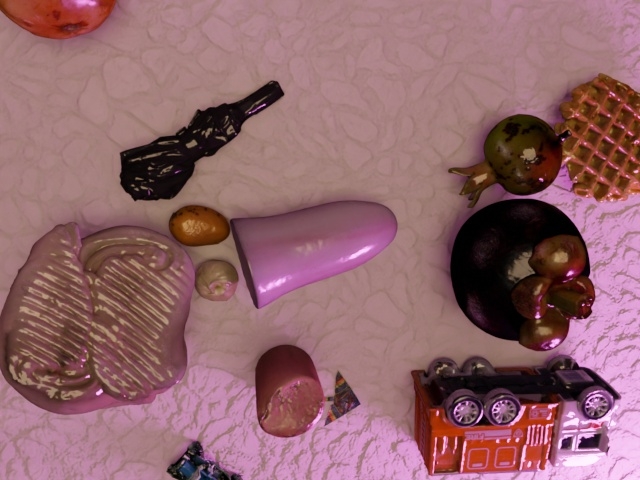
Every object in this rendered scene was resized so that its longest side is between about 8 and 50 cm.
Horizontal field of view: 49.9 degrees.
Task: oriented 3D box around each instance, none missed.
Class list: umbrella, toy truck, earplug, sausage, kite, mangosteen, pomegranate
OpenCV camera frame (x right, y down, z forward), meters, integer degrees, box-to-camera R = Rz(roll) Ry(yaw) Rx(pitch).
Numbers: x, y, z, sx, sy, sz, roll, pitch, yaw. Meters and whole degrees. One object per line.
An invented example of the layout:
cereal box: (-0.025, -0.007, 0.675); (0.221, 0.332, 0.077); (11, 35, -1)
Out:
umbrella: (-0.211, -0.186, 1.247); (0.340, 0.118, 0.118); (-36, 102, -11)
toy truck: (-0.223, 0.476, 1.356); (0.154, 0.078, 0.080); (42, 93, -12)
earplug: (0.000, 0.000, 1.277); (0.302, 0.172, 0.172); (-17, 101, -11)
sausage: (-0.059, 0.274, 1.259); (0.123, 0.253, 0.123); (0, 95, -6)
toy truck: (0.383, 0.358, 1.379); (0.388, 0.173, 0.206); (-1, 106, -5)
kite: (0.039, 0.325, 1.405); (0.090, 0.004, 0.122); (7, 98, -9)
mangosteen: (0.386, 0.067, 1.259); (0.275, 0.302, 0.274); (-6, 110, -18)
pomegranate: (-0.433, -0.430, 1.115); (0.207, 0.207, 0.207); (-1, 99, -8)
pomegranate: (0.356, -0.145, 1.300); (0.220, 0.156, 0.156); (-33, 102, -2)

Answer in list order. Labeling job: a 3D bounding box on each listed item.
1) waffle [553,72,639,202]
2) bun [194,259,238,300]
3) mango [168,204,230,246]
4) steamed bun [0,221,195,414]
waffle: (0.571, -0.202, 1.355); (0.249, 0.056, 0.253); (-3, 96, -19)
bun: (-0.198, 0.078, 1.305); (0.086, 0.055, 0.086); (-1, 100, -7)
mango: (-0.225, -0.025, 1.284); (0.114, 0.057, 0.078); (11, 90, -13)
steamed bun: (-0.397, 0.142, 1.215); (0.310, 0.219, 0.324); (6, 73, -23)
